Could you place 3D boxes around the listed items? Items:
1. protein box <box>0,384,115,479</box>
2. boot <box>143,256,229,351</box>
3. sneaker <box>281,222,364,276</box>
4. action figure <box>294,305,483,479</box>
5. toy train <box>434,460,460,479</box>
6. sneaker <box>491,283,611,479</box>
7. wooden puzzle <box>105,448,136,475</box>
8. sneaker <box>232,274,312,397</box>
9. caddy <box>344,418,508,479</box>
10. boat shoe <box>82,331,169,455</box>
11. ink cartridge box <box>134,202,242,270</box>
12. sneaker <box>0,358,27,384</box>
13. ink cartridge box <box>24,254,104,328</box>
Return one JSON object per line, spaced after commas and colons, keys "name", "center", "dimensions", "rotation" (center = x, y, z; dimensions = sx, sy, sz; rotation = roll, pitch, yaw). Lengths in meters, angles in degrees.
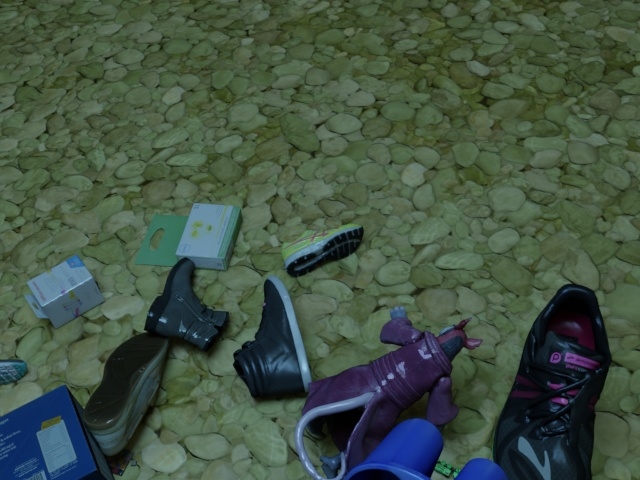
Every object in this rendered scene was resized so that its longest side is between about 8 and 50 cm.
{"name": "protein box", "center": [-0.507, 0.415, 1.346], "dimensions": [0.199, 0.136, 0.201], "rotation": [-27, 51, -14]}
{"name": "boot", "center": [-0.275, 0.146, 1.619], "dimensions": [0.161, 0.083, 0.247], "rotation": [20, 34, -3]}
{"name": "sneaker", "center": [0.000, 0.000, 1.709], "dimensions": [0.208, 0.081, 0.094], "rotation": [-22, 47, -12]}
{"name": "action figure", "center": [0.122, 0.247, 1.332], "dimensions": [0.370, 0.275, 0.248], "rotation": [-38, 68, 8]}
{"name": "toy train", "center": [0.229, 0.418, 1.345], "dimensions": [0.083, 0.017, 0.024], "rotation": [21, 64, 23]}
{"name": "sneaker", "center": [0.419, 0.275, 1.327], "dimensions": [0.185, 0.202, 0.483], "rotation": [8, 49, 14]}
{"name": "wooden puzzle", "center": [-0.393, 0.423, 1.418], "dimensions": [0.083, 0.006, 0.049], "rotation": [12, 50, 17]}
{"name": "sneaker", "center": [-0.119, 0.197, 1.526], "dimensions": [0.146, 0.105, 0.296], "rotation": [-13, 49, -7]}
{"name": "caddy", "center": [0.145, 0.446, 1.127], "dimensions": [0.241, 0.341, 0.179], "rotation": [29, 42, 23]}
{"name": "boat shoe", "center": [-0.377, 0.296, 1.475], "dimensions": [0.109, 0.098, 0.302], "rotation": [-3, 29, 11]}
{"name": "ink cartridge box", "center": [-0.320, -0.013, 1.777], "dimensions": [0.235, 0.056, 0.171], "rotation": [5, 49, 8]}
{"name": "sneaker", "center": [-0.706, 0.265, 1.563], "dimensions": [0.166, 0.065, 0.076], "rotation": [-8, 44, -3]}
{"name": "ink cartridge box", "center": [-0.581, 0.120, 1.659], "dimensions": [0.143, 0.090, 0.092], "rotation": [-32, 52, -19]}
